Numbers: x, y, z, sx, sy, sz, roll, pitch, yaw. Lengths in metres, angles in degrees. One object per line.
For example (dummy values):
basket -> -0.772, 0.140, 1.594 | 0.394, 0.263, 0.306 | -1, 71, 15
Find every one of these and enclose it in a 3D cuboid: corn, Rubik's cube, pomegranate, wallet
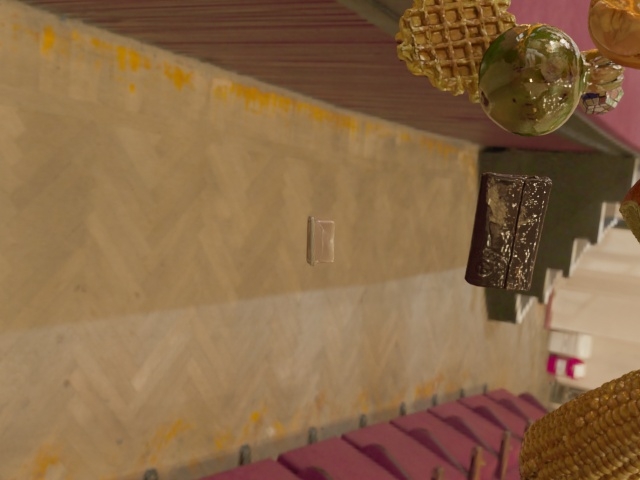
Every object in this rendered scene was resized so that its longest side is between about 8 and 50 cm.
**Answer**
corn -> 0.366, 0.242, 0.931 | 0.130, 0.130, 0.347 | -52, 179, -41
Rubik's cube -> 0.651, -0.348, 1.760 | 0.111, 0.111, 0.093 | 27, 60, -59
pomegranate -> 0.396, -0.279, 1.304 | 0.159, 0.240, 0.190 | 66, 48, -79
wallet -> 0.466, -0.017, 1.882 | 0.044, 0.170, 0.321 | -67, 162, -58

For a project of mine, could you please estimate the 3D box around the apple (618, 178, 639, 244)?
apple -> 0.521, 0.007, 1.004 | 0.226, 0.246, 0.246 | -64, 146, -32

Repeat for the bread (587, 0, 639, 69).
bread -> 0.333, -0.219, 0.697 | 0.177, 0.119, 0.084 | -30, 133, -12

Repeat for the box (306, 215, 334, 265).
box -> 0.000, 0.000, 1.858 | 0.089, 0.062, 0.122 | -147, -122, -82

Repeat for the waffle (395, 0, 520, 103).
waffle -> 0.272, -0.392, 1.438 | 0.243, 0.237, 0.059 | -53, -178, -7
